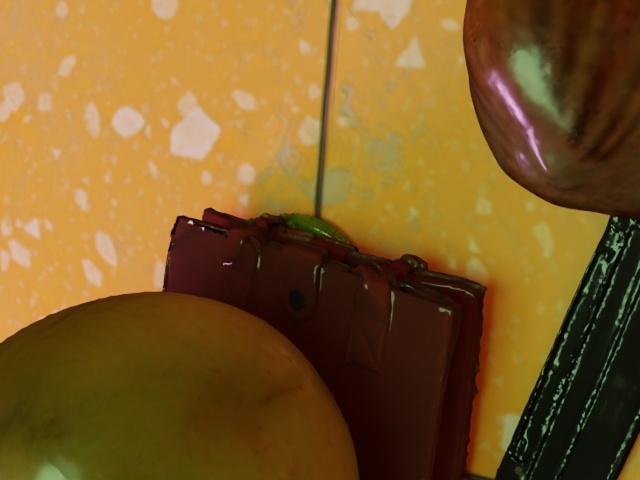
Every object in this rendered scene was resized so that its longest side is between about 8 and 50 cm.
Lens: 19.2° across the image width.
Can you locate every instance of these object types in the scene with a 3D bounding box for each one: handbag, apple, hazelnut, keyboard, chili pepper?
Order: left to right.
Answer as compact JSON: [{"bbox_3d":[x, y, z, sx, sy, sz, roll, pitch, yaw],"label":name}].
[{"bbox_3d":[-0.127,0.155,1.269,0.295,0.257,0.233,7,103,33],"label":"apple"},{"bbox_3d":[-0.012,0.129,1.395,0.260,0.084,0.276,19,110,31],"label":"handbag"},{"bbox_3d":[0.001,0.000,1.414,0.083,0.017,0.030,30,120,27],"label":"chili pepper"},{"bbox_3d":[0.170,-0.111,1.190,0.186,0.210,0.210,-152,64,-68],"label":"hazelnut"},{"bbox_3d":[0.191,0.103,1.308,0.087,0.017,0.251,30,110,26],"label":"keyboard"}]
